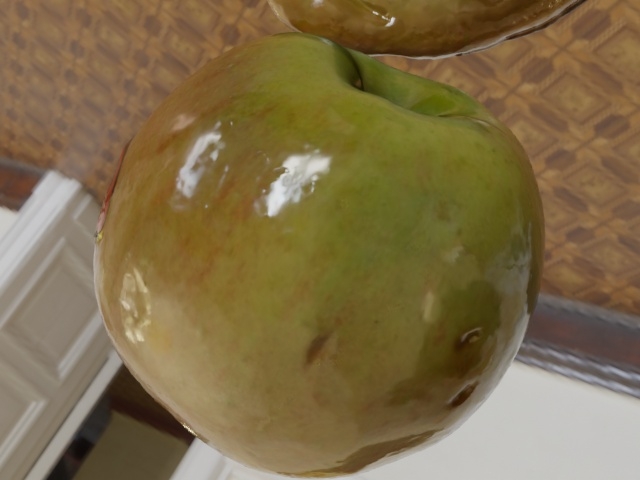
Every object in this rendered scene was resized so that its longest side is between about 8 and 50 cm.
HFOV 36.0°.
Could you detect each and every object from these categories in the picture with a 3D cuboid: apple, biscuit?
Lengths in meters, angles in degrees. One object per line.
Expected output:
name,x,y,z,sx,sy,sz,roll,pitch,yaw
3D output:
apple,0.000,0.000,0.754,0.339,0.338,0.305,32,123,0
biscuit,0.100,-0.227,0.820,0.299,0.154,0.045,-16,167,3
